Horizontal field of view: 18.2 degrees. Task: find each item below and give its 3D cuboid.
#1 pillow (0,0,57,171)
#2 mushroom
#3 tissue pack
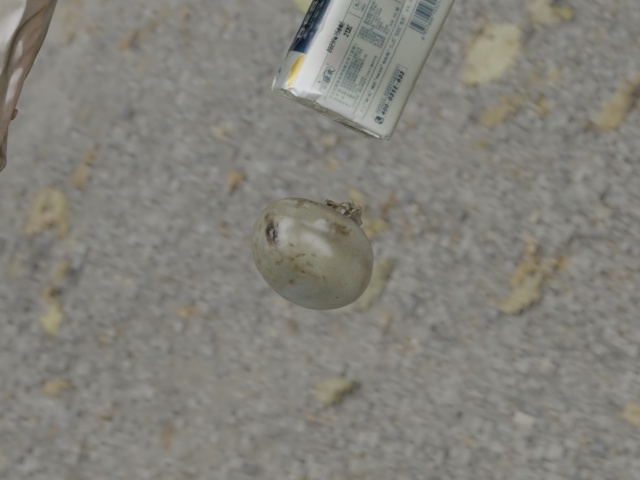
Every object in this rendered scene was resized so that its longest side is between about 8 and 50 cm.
[{"bbox_3d":[-0.200,-0.108,1.070,0.173,0.067,0.270,36,111,48],"label":"pillow"},{"bbox_3d":[0.000,0.000,1.300,0.085,0.085,0.079,3,45,36],"label":"mushroom"},{"bbox_3d":[0.021,-0.097,0.965,0.083,0.062,0.042,-66,19,-1],"label":"tissue pack"}]
